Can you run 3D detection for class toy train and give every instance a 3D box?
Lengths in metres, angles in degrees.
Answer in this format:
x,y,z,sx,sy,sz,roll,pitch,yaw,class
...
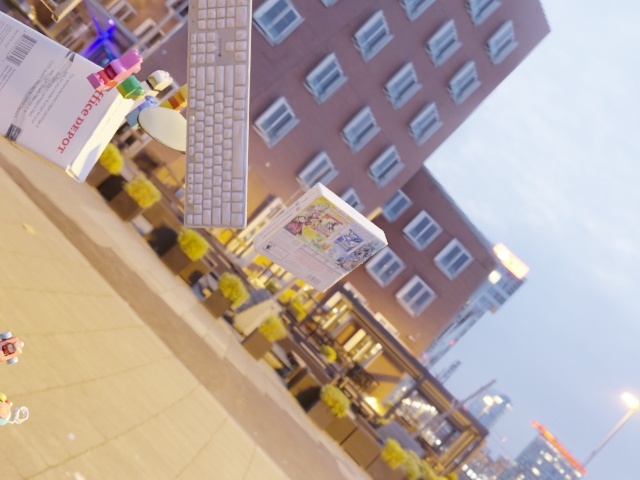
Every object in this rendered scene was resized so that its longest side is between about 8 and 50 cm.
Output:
x,y,z,sx,sy,sz,roll,pitch,yaw,class
-0.550,0.247,1.145,0.125,0.046,0.166,-13,93,-62,toy train

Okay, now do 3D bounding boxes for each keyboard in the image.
x,y,z,sx,sy,sz,roll,pitch,yaw,class
-0.108,-0.141,0.693,0.072,0.256,0.014,2,2,23,keyboard

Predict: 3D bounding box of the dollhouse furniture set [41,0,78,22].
x,y,z,sx,sy,sz,roll,pitch,yaw,class
-0.363,-0.368,0.768,0.198,0.286,0.303,46,-11,-23,dollhouse furniture set

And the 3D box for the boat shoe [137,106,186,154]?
x,y,z,sx,sy,sz,roll,pitch,yaw,class
-0.183,-0.136,0.861,0.133,0.049,0.042,16,-13,-41,boat shoe

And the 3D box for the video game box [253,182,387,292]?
x,y,z,sx,sy,sz,roll,pitch,yaw,class
0.000,0.000,1.328,0.205,0.187,0.048,35,29,-36,video game box

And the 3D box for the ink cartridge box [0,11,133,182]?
x,y,z,sx,sy,sz,roll,pitch,yaw,class
-0.449,-0.226,1.053,0.237,0.172,0.100,29,-11,-1,ink cartridge box

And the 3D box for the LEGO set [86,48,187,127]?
x,y,z,sx,sy,sz,roll,pitch,yaw,class
-0.233,-0.217,0.954,0.087,0.093,0.227,56,7,-6,LEGO set
